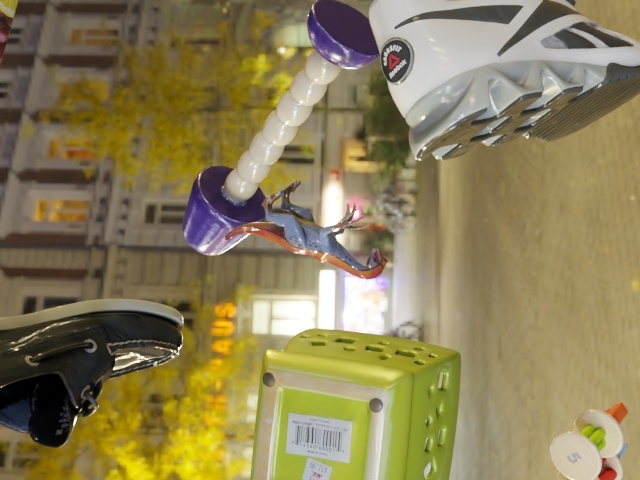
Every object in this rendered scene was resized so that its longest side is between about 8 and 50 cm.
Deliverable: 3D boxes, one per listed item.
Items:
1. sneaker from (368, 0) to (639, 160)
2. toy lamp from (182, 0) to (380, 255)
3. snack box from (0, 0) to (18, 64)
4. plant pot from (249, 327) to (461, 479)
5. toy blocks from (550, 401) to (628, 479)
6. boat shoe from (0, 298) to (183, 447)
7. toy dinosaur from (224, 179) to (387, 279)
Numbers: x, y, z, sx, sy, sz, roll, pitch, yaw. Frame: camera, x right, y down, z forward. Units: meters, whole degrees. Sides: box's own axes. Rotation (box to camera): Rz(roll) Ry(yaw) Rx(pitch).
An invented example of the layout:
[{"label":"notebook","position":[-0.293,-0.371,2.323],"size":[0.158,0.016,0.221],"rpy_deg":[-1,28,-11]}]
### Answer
[{"label":"sneaker","position":[0.169,-0.160,0.833],"size":[0.122,0.330,0.146],"rpy_deg":[-37,72,39]},{"label":"toy lamp","position":[-0.046,-0.089,0.914],"size":[0.274,0.080,0.080],"rpy_deg":[-54,21,36]},{"label":"snack box","position":[-0.273,-0.183,0.635],"size":[0.174,0.070,0.207],"rpy_deg":[10,-81,-55]},{"label":"plant pot","position":[0.036,0.238,1.294],"size":[0.207,0.228,0.227],"rpy_deg":[3,-87,-68]},{"label":"toy blocks","position":[0.284,0.217,1.051],"size":[0.148,0.054,0.123],"rpy_deg":[-26,-48,-48]},{"label":"boat shoe","position":[-0.248,0.122,0.868],"size":[0.340,0.127,0.113],"rpy_deg":[3,-121,-50]},{"label":"toy dinosaur","position":[0.000,0.000,0.658],"size":[0.082,0.090,0.047],"rpy_deg":[53,-153,4]}]
